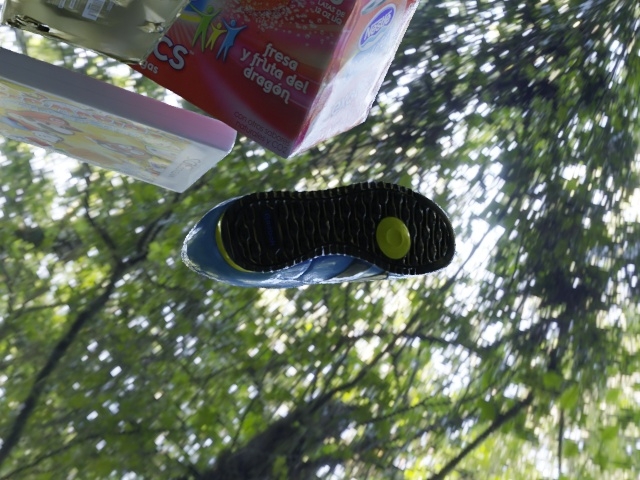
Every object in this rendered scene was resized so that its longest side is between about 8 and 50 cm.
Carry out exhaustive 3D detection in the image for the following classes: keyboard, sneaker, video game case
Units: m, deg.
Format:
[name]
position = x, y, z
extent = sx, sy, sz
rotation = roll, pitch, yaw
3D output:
[keyboard]
position = -0.121, -0.124, 0.565
extent = 0.108, 0.180, 0.023
rotation = 16, -99, -16
[sneaker]
position = 0.000, 0.000, 0.866
extent = 0.082, 0.209, 0.069
rotation = -23, -108, 56
[video game case]
position = -0.199, -0.098, 0.990
extent = 0.227, 0.206, 0.026
rotation = 18, -102, -14

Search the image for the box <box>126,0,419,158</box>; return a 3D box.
[box]
position = -0.089, -0.206, 0.922
extent = 0.300, 0.154, 0.142
rotation = 32, -64, 14
